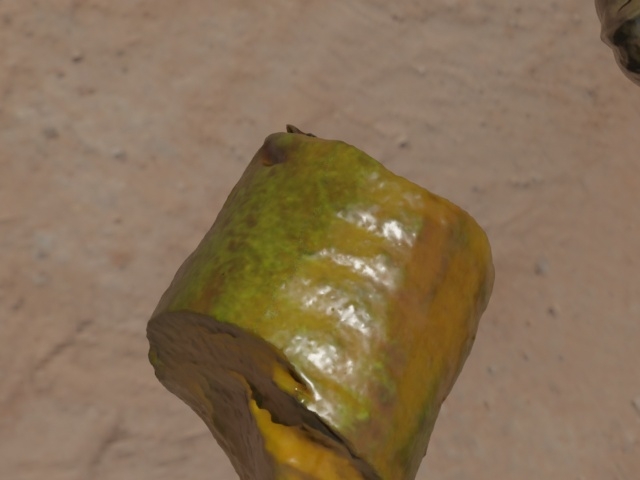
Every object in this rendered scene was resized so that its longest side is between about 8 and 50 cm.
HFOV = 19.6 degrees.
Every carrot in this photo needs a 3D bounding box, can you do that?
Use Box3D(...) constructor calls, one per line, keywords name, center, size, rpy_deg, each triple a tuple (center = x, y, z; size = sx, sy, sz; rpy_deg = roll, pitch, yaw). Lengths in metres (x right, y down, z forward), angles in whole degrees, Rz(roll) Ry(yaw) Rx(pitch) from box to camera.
Box3D(name="carrot", center=(-0.007, 0.080, 1.456), size=(0.241, 0.241, 0.341), rpy_deg=(45, 61, -33))

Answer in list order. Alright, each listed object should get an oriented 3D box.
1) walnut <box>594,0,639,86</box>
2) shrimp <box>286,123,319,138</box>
Box3D(name="walnut", center=(0.284, -0.178, 1.369), size=(0.162, 0.140, 0.140), rpy_deg=(-17, 126, 13))
Box3D(name="shrimp", center=(0.002, -0.001, 1.672), size=(0.195, 0.035, 0.148), rpy_deg=(51, 129, 7))
